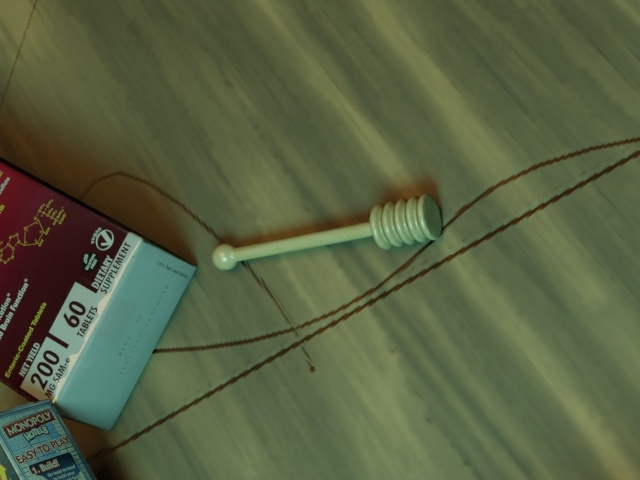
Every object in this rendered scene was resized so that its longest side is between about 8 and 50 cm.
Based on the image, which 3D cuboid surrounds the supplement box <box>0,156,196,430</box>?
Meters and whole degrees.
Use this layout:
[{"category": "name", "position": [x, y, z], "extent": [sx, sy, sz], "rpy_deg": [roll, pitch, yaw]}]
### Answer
[{"category": "supplement box", "position": [-0.216, 0.018, 1.049], "extent": [0.239, 0.073, 0.130], "rpy_deg": [26, 87, 33]}]

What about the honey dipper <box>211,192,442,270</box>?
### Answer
[{"category": "honey dipper", "position": [0.000, 0.000, 0.969], "extent": [0.161, 0.030, 0.030], "rpy_deg": [-13, 68, 28]}]

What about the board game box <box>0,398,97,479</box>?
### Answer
[{"category": "board game box", "position": [-0.188, 0.208, 0.945], "extent": [0.194, 0.060, 0.194], "rpy_deg": [-24, 82, 33]}]
